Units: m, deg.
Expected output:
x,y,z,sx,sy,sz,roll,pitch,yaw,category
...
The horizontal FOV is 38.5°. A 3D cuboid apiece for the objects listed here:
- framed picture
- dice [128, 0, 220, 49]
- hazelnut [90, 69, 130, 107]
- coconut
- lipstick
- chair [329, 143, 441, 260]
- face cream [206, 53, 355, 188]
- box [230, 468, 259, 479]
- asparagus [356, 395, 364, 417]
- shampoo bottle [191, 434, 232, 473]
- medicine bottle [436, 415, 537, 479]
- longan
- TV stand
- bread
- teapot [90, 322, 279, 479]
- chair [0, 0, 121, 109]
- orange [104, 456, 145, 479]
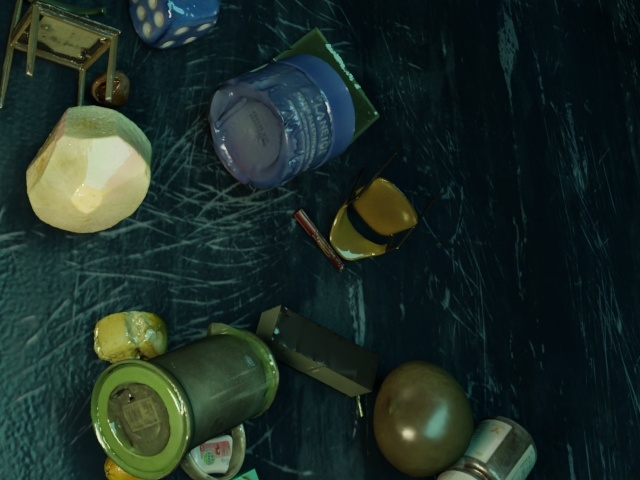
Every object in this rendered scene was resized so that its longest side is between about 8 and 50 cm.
x,y,z,sx,sy,sz,roll,pitch,yaw,category
0.019,-0.371,2.248,0.281,0.019,0.209,55,47,-10,framed picture
-0.308,-0.495,1.932,0.146,0.146,0.143,-19,84,-43,dice
-0.412,-0.301,1.811,0.086,0.086,0.086,16,63,-35,hazelnut
-0.410,-0.118,1.641,0.197,0.237,0.236,36,53,-29,coconut
0.000,0.000,2.083,0.176,0.027,0.027,51,48,-14,lipstick
0.140,-0.073,2.149,0.158,0.172,0.247,50,42,-16,chair
-0.087,-0.251,1.957,0.225,0.249,0.249,-32,95,-40,face cream
-0.186,0.543,1.699,0.226,0.042,0.160,-18,86,-42,box
0.080,0.311,2.037,0.016,0.016,0.162,-3,74,-14,asparagus
-0.212,0.406,1.729,0.099,0.043,0.072,5,70,-39,shampoo bottle
0.366,0.538,2.090,0.273,0.165,0.165,-38,99,-41,medicine bottle
0.220,0.391,1.987,0.246,0.215,0.246,31,31,-21,longan
-0.007,0.236,1.937,0.270,0.083,0.088,29,59,-24,TV stand
-0.323,0.177,1.685,0.156,0.110,0.103,11,60,-40,bread
-0.209,0.296,1.630,0.337,0.200,0.270,-16,83,-61,teapot
-0.486,-0.374,1.717,0.188,0.166,0.272,14,65,-35,chair
-0.332,0.394,1.607,0.095,0.085,0.085,-5,77,-35,orange
